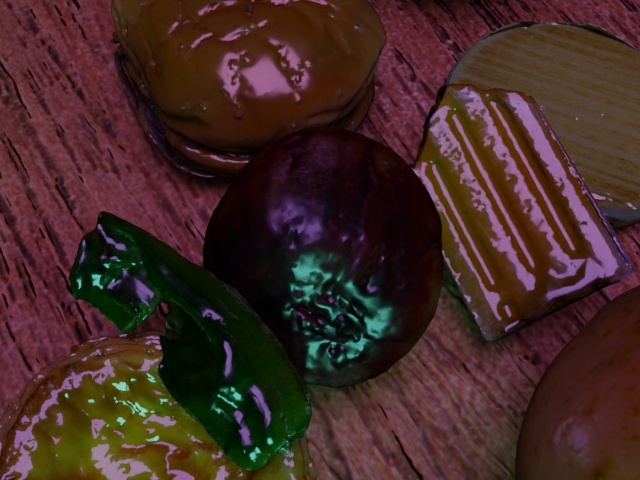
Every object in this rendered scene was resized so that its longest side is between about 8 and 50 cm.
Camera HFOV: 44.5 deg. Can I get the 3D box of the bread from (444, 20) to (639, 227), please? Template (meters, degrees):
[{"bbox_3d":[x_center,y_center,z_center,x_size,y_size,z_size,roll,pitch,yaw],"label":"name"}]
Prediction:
[{"bbox_3d":[0.285,-0.143,0.919,0.301,0.045,0.301,1,64,-3],"label":"bread"}]

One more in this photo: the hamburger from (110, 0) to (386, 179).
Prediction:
[{"bbox_3d":[-0.082,-0.213,0.873,0.319,0.158,0.318,0,64,0],"label":"hamburger"}]

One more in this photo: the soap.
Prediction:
[{"bbox_3d":[0.183,-0.042,0.809,0.160,0.080,0.257,-27,75,8],"label":"soap"}]

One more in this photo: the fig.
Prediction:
[{"bbox_3d":[0.002,0.005,0.746,0.224,0.224,0.263,7,65,1],"label":"fig"}]

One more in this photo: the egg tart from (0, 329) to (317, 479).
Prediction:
[{"bbox_3d":[-0.147,0.222,0.685,0.295,0.116,0.294,2,64,-4],"label":"egg tart"}]

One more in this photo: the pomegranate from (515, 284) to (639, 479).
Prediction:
[{"bbox_3d":[0.331,0.209,0.576,0.412,0.411,0.411,1,64,-2],"label":"pomegranate"}]

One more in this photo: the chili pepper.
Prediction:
[{"bbox_3d":[-0.106,0.076,0.645,0.253,0.083,0.099,42,93,14],"label":"chili pepper"}]
